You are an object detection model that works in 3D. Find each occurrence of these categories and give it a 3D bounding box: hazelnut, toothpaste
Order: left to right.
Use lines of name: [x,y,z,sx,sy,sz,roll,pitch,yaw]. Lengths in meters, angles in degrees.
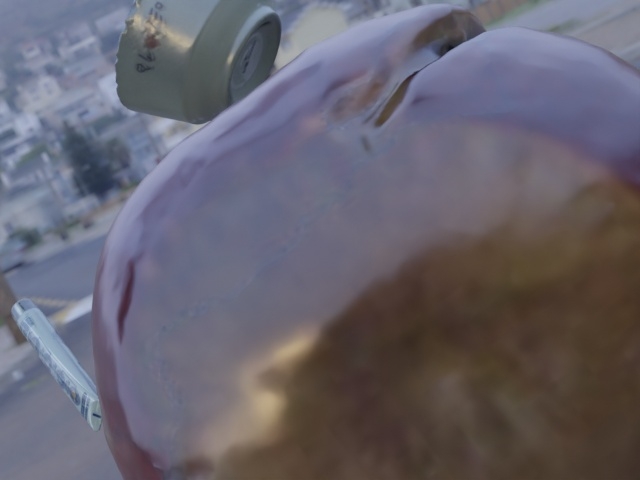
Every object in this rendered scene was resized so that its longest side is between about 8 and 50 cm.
toothpaste: [-0.354,0.163,1.782,0.039,0.239,0.062,-11,-48,-36]
hazelnut: [0.054,0.041,0.816,0.409,0.359,0.359,-37,7,-6]

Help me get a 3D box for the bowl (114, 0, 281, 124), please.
bowl: [-0.116,-0.213,1.409,0.211,0.112,0.211,-57,-15,-24]
